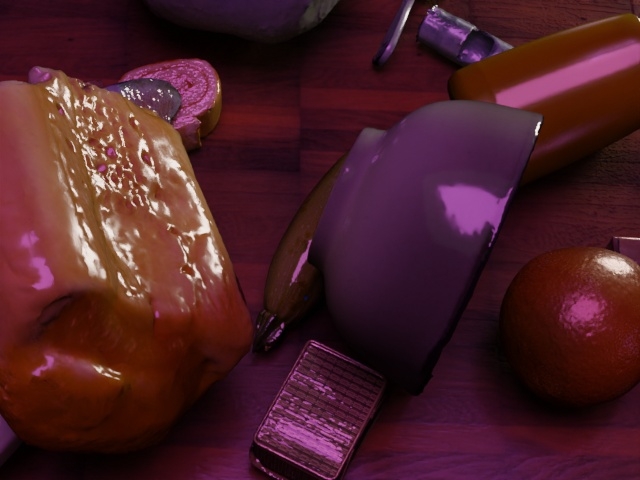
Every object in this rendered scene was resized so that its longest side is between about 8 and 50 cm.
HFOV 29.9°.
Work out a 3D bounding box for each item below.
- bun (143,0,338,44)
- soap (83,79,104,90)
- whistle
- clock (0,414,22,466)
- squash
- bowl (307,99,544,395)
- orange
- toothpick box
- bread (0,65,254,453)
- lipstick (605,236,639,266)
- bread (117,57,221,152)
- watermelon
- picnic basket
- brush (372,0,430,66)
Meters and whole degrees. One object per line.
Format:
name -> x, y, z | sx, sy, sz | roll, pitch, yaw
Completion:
bun -> -0.110, -0.406, 1.685 | 0.354, 0.194, 0.354 | 2, 57, -3
soap -> -0.389, -0.106, 1.529 | 0.274, 0.089, 0.173 | -14, 56, -23
whistle -> 0.280, -0.236, 1.697 | 0.312, 0.062, 0.062 | 31, 63, 12
clock -> -0.486, 0.221, 1.348 | 0.265, 0.108, 0.324 | 30, 63, 10
squash -> 0.000, 0.000, 1.522 | 0.094, 0.094, 0.341 | 27, 63, 10
bowl -> 0.102, -0.017, 1.386 | 0.185, 0.354, 0.354 | 24, 61, 5
orange -> 0.314, 0.100, 1.439 | 0.206, 0.206, 0.206 | 2, 60, -4
toothpick box -> 0.318, -0.187, 1.567 | 0.271, 0.175, 0.175 | -23, 63, 6
bread -> -0.275, 0.042, 1.292 | 0.250, 0.361, 0.394 | -36, 63, 25
lipstick -> 0.450, 0.027, 1.572 | 0.145, 0.045, 0.045 | 5, 59, -3
bread -> -0.205, -0.176, 1.621 | 0.149, 0.073, 0.122 | -11, 68, -9
watermelon -> -0.247, -0.161, 1.522 | 0.180, 0.081, 0.094 | -40, 97, -29
picnic basket -> -0.001, 0.211, 1.409 | 0.115, 0.079, 0.164 | 26, 62, 9
brush -> 0.153, -0.361, 1.765 | 0.060, 0.068, 0.297 | 30, 64, -13
